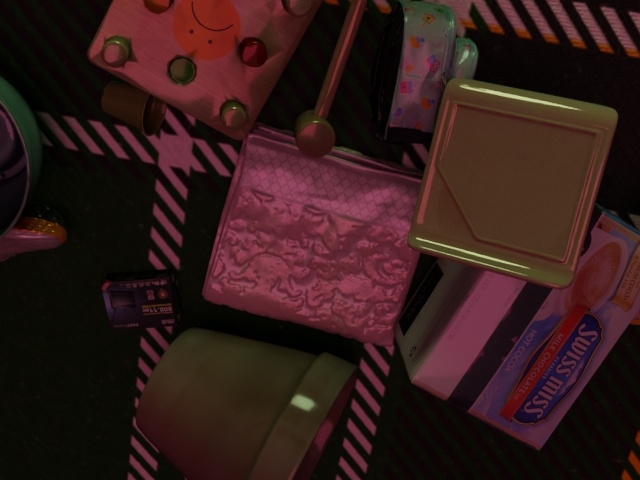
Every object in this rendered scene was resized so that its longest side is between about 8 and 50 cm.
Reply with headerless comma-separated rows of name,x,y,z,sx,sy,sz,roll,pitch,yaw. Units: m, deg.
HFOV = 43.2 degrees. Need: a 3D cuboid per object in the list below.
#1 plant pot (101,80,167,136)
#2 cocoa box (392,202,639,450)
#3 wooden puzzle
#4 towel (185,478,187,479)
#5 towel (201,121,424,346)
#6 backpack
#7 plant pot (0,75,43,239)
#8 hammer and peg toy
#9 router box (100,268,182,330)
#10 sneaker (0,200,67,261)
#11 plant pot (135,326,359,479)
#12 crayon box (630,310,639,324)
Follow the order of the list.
plant pot,-0.287,-0.210,1.233,0.079,0.083,0.083,18,111,9
cocoa box,0.302,0.083,1.211,0.228,0.231,0.347,29,102,-8
wooden puzzle,0.245,-0.077,1.049,0.221,0.044,0.239,16,93,18
towel,-0.147,0.471,1.506,0.199,0.031,0.275,-11,110,6
towel,0.000,0.000,1.308,0.331,0.053,0.317,15,111,-2
backpack,0.145,-0.243,1.146,0.144,0.166,0.188,0,114,1
plant pot,-0.541,-0.142,1.202,0.293,0.196,0.293,1,110,2
hammer and peg toy,-0.111,-0.287,1.150,0.361,0.127,0.266,26,105,-18
router box,-0.302,0.101,1.367,0.122,0.038,0.092,-5,111,5
sneaker,-0.534,0.004,1.322,0.262,0.099,0.121,4,119,10
plant pot,-0.133,0.288,1.311,0.280,0.323,0.323,25,111,10
crayon box,0.636,0.051,1.279,0.323,0.083,0.203,10,111,-2
